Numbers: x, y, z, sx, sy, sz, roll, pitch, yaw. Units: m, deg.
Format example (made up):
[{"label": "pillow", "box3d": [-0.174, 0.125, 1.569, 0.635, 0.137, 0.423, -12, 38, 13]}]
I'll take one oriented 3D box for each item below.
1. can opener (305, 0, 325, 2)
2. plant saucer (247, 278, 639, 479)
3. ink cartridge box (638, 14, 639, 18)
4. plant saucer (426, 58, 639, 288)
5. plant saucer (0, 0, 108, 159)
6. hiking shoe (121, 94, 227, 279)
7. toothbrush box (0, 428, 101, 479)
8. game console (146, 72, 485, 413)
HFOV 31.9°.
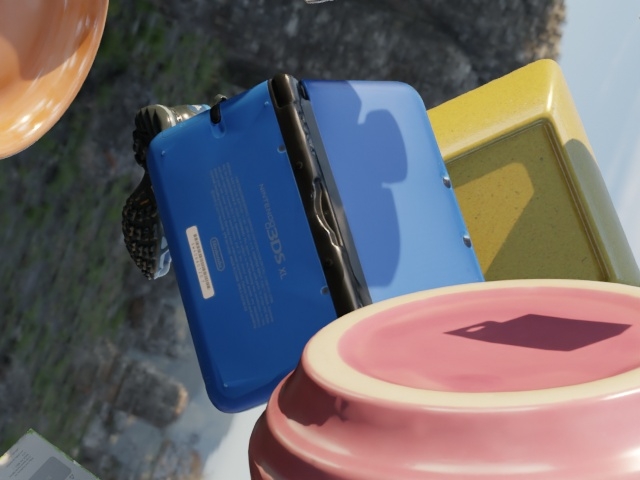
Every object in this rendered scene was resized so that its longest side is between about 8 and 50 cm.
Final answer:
[{"label": "can opener", "box3d": [-0.009, -0.388, 1.258, 0.095, 0.076, 0.283, 38, 38, -52]}, {"label": "plant saucer", "box3d": [0.118, 0.094, 0.694, 0.332, 0.332, 0.084, -77, 162, -77]}, {"label": "ink cartridge box", "box3d": [0.229, -0.106, 0.661, 0.083, 0.048, 0.028, 56, -18, 32]}, {"label": "plant saucer", "box3d": [0.207, -0.009, 1.368, 0.081, 0.332, 0.333, -124, -171, -81]}, {"label": "plant saucer", "box3d": [-0.215, -0.152, 0.755, 0.200, 0.037, 0.200, -54, 156, -37]}, {"label": "hiking shoe", "box3d": [-0.207, -0.066, 1.648, 0.113, 0.132, 0.304, 50, -41, 34]}, {"label": "toothbrush box", "box3d": [-0.368, 0.385, 1.286, 0.206, 0.122, 0.283, -48, 169, -43]}, {"label": "game console", "box3d": [0.000, 0.000, 1.107, 0.173, 0.250, 0.293, 21, 50, -64]}]
